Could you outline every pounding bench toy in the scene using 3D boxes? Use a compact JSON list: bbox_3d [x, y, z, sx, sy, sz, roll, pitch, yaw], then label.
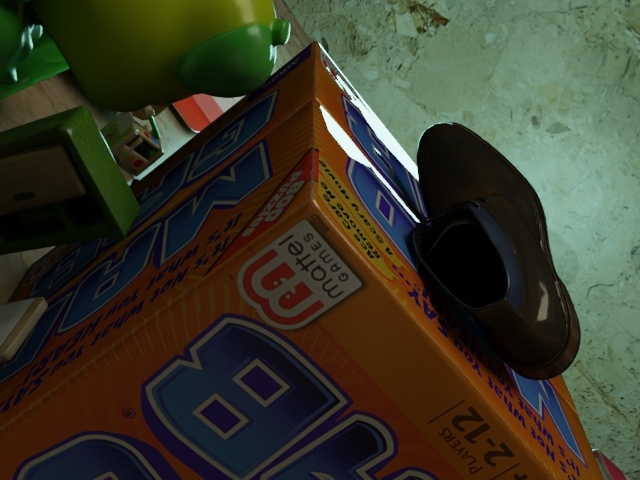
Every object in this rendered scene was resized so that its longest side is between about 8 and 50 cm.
[{"bbox_3d":[-0.232,-0.135,1.255,0.065,0.083,0.052,37,23,-47],"label":"pounding bench toy"}]

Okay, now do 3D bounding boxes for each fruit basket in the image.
[{"bbox_3d":[-0.222,-0.208,0.860,0.392,0.283,0.392,27,36,-22],"label":"fruit basket"}]

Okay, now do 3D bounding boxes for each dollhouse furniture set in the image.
[{"bbox_3d":[-0.278,-0.075,0.627,0.197,0.151,0.301,-69,142,-52],"label":"dollhouse furniture set"}]

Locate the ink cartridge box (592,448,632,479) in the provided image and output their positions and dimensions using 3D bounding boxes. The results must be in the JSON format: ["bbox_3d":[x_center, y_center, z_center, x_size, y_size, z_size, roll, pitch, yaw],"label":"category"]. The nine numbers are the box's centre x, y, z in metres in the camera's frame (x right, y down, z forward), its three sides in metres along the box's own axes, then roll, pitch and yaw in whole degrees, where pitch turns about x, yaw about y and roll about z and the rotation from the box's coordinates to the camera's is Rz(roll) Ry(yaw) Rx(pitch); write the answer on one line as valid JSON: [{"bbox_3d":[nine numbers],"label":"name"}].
[{"bbox_3d":[0.378,0.487,1.371,0.384,0.279,0.160,40,22,-42],"label":"ink cartridge box"}]

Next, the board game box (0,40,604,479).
[{"bbox_3d":[-0.032,0.123,0.782,0.356,0.356,0.356,48,16,-20],"label":"board game box"}]

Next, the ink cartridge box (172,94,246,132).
[{"bbox_3d":[-0.220,-0.339,1.719,0.308,0.091,0.385,55,14,2],"label":"ink cartridge box"}]

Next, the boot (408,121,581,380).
[{"bbox_3d":[0.106,-0.017,0.659,0.106,0.082,0.219,37,26,-52],"label":"boot"}]

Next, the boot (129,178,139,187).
[{"bbox_3d":[-0.211,-0.004,1.004,0.045,0.099,0.121,42,19,-33],"label":"boot"}]

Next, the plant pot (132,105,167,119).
[{"bbox_3d":[-0.277,-0.293,1.292,0.188,0.205,0.205,24,30,-31],"label":"plant pot"}]
